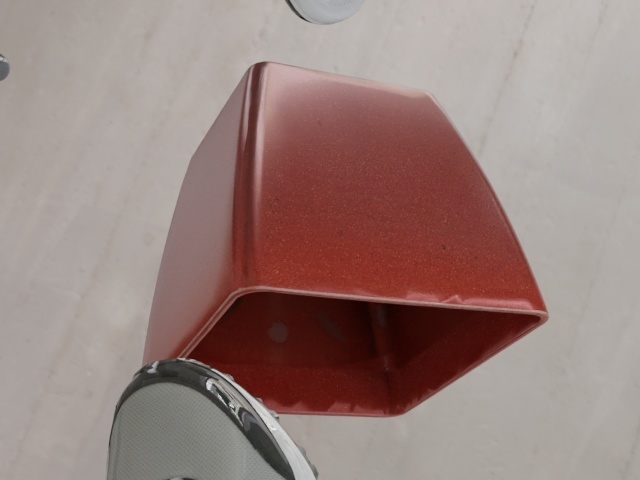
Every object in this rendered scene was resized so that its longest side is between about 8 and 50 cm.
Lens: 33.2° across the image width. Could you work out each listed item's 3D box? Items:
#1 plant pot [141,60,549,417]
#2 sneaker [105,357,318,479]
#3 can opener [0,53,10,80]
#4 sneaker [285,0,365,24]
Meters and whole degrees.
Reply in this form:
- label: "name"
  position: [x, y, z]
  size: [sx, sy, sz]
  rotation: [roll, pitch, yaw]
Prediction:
- label: "plant pot"
  position: [0.000, 0.000, 0.944]
  size: [0.267, 0.267, 0.236]
  rotation: [7, 61, -24]
- label: "sneaker"
  position: [-0.053, 0.160, 0.404]
  size: [0.100, 0.108, 0.272]
  rotation: [-27, 50, 22]
- label: "can opener"
  position: [-0.389, -0.150, 1.023]
  size: [0.093, 0.280, 0.074]
  rotation: [34, 105, 10]
- label: "sneaker"
  position: [-0.036, -0.231, 0.677]
  size: [0.121, 0.079, 0.217]
  rotation: [-11, 92, 57]
